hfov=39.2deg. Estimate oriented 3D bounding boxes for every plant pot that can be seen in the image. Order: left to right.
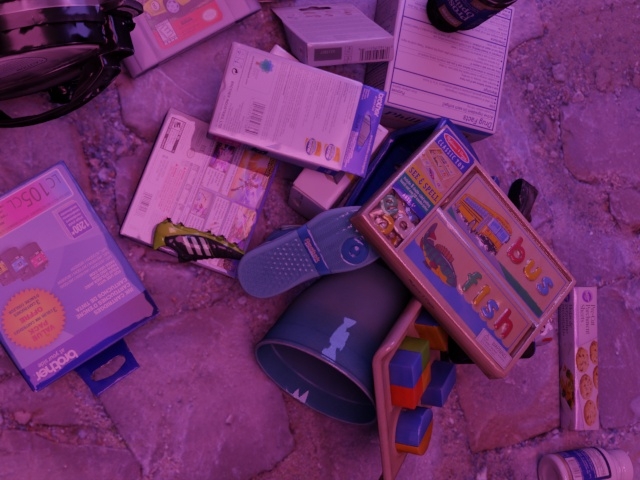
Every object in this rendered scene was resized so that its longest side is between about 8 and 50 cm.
[{"bbox_3d":[0.049,0.180,1.767,0.271,0.271,0.255,39,63,-12],"label":"plant pot"},{"bbox_3d":[0.215,-0.087,1.846,0.212,0.236,0.236,38,75,-18],"label":"plant pot"}]

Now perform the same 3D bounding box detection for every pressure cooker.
[{"bbox_3d":[-0.527,-0.411,1.552,0.375,0.369,0.421,-16,93,-35],"label":"pressure cooker"}]

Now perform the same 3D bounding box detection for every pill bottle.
[{"bbox_3d":[0.293,-0.480,1.739,0.122,0.219,0.123,2,85,-18],"label":"pill bottle"},{"bbox_3d":[0.590,0.517,1.990,0.186,0.112,0.112,-4,88,-18],"label":"pill bottle"}]

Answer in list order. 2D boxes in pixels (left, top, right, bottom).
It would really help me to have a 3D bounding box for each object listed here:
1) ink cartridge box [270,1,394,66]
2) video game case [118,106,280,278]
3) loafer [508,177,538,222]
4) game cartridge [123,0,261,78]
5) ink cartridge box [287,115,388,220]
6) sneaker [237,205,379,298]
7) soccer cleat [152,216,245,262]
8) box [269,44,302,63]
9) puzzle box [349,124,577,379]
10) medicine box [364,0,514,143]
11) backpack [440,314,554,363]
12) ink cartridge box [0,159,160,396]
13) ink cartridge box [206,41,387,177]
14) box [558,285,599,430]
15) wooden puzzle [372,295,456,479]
[{"bbox_3d":[0.020,-0.421,1.829,0.189,0.232,0.066,-9,120,-19],"label":"ink cartridge box"},{"bbox_3d":[-0.237,-0.092,1.783,0.244,0.061,0.270,23,81,-15],"label":"video game case"},{"bbox_3d":[0.447,-0.051,2.005,0.061,0.062,0.170,21,82,-21],"label":"loafer"},{"bbox_3d":[-0.289,-0.473,1.765,0.294,0.060,0.196,-30,94,-6],"label":"game cartridge"},{"bbox_3d":[0.033,-0.145,1.818,0.093,0.154,0.212,38,76,4],"label":"ink cartridge box"},{"bbox_3d":[0.000,0.000,1.758,0.318,0.208,0.127,-18,99,10],"label":"sneaker"},{"bbox_3d":[-0.234,0.014,1.724,0.178,0.060,0.072,19,97,-13],"label":"soccer cleat"},{"bbox_3d":[-0.061,-0.297,1.817,0.170,0.130,0.091,35,79,-12],"label":"box"},{"bbox_3d":[0.276,0.021,1.674,0.409,0.052,0.272,48,64,-9],"label":"puzzle box"},{"bbox_3d":[0.246,-0.379,1.911,0.263,0.149,0.290,12,84,-17],"label":"medicine box"},{"bbox_3d":[0.357,0.119,1.870,0.213,0.276,0.264,-5,82,-23],"label":"backpack"},{"bbox_3d":[-0.484,0.092,1.651,0.270,0.151,0.396,-34,99,-17],"label":"ink cartridge box"},{"bbox_3d":[-0.044,-0.241,1.707,0.311,0.065,0.186,16,80,-6],"label":"ink cartridge box"},{"bbox_3d":[0.582,0.265,2.027,0.067,0.063,0.324,2,86,-19],"label":"box"},{"bbox_3d":[0.193,0.264,1.727,0.322,0.080,0.348,-49,143,-52],"label":"wooden puzzle"}]
